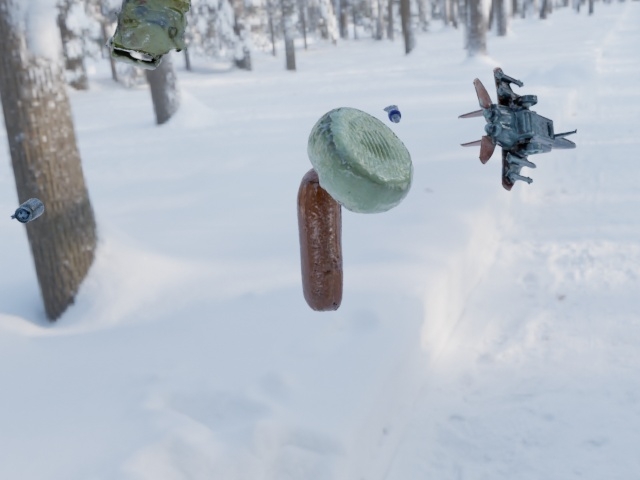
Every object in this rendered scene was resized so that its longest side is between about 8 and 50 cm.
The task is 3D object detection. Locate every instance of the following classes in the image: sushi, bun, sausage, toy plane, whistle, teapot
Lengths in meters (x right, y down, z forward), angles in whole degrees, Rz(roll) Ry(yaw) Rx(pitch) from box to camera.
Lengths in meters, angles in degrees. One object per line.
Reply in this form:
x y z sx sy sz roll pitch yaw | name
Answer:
-0.288 -0.434 1.421 0.139 0.291 0.131 16 32 -21 | sushi
0.058 -0.125 1.309 0.195 0.195 0.118 -21 -20 -48 | bun
0.000 0.000 1.740 0.102 0.331 0.102 -3 9 0 | sausage
0.382 -0.194 1.421 0.326 0.223 0.104 3 -10 -35 | toy plane
0.153 -0.266 1.662 0.033 0.029 0.083 -13 31 2 | whistle
-0.759 -0.079 2.037 0.063 0.049 0.083 15 20 4 | teapot
